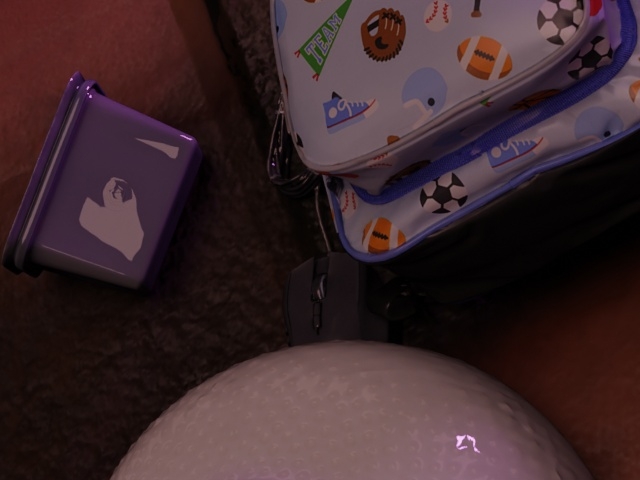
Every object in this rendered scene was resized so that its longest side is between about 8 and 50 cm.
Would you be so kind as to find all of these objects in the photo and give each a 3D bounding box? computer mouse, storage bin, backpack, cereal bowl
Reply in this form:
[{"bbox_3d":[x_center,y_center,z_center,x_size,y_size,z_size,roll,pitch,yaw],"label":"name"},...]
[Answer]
[{"bbox_3d":[0.000,0.000,1.197,0.071,0.041,0.242,-21,64,22],"label":"computer mouse"},{"bbox_3d":[-0.137,-0.027,1.260,0.091,0.098,0.135,21,83,4],"label":"storage bin"},{"bbox_3d":[0.091,-0.128,1.102,0.277,0.213,0.263,-25,55,21],"label":"backpack"},{"bbox_3d":[-0.006,0.217,1.048,0.339,0.141,0.339,-6,77,26],"label":"cereal bowl"}]
